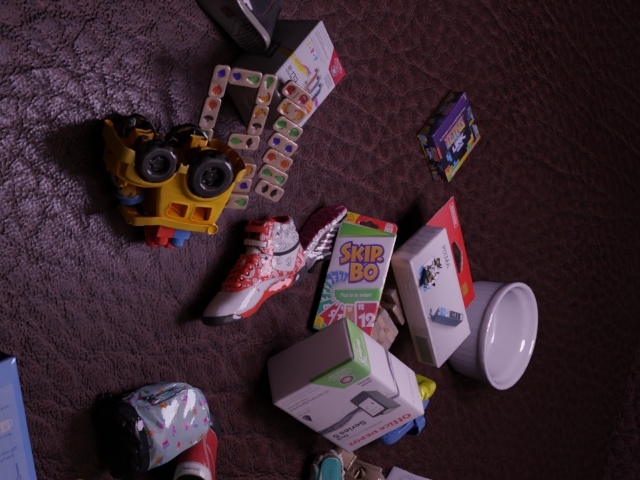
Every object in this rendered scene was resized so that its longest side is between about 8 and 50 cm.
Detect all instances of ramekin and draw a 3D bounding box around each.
[{"bbox_3d":[0.436,0.233,2.579,0.277,0.135,0.277,-16,111,-48],"label":"ramekin"}]

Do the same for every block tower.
[{"bbox_3d":[0.130,0.154,2.214,0.335,0.097,0.091,-56,136,-24],"label":"block tower"}]

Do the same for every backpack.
[{"bbox_3d":[-0.280,0.315,1.719,0.182,0.115,0.152,-24,113,-50],"label":"backpack"}]

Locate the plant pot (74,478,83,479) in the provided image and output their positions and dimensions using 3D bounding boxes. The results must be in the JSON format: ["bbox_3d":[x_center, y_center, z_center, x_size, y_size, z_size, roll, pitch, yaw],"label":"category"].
[{"bbox_3d":[-0.408,0.483,1.502,0.212,0.212,0.187,-2,55,-50],"label":"plant pot"}]

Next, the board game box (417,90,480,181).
[{"bbox_3d":[0.307,-0.247,2.379,0.170,0.048,0.141,-53,136,-30],"label":"board game box"}]

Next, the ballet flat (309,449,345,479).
[{"bbox_3d":[0.007,0.566,2.163,0.091,0.077,0.241,10,91,-16],"label":"ballet flat"}]

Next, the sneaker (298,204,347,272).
[{"bbox_3d":[0.000,0.000,2.041,0.170,0.063,0.075,-50,133,-25],"label":"sneaker"}]

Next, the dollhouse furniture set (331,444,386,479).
[{"bbox_3d":[0.072,0.570,2.225,0.161,0.101,0.182,-55,135,-28],"label":"dollhouse furniture set"}]

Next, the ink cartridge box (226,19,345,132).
[{"bbox_3d":[-0.067,-0.301,1.834,0.176,0.127,0.128,-53,135,-28],"label":"ink cartridge box"}]

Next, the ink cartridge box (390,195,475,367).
[{"bbox_3d":[0.282,0.091,2.259,0.261,0.066,0.296,-42,128,-35],"label":"ink cartridge box"}]

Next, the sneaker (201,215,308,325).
[{"bbox_3d":[-0.134,0.046,1.866,0.270,0.090,0.145,-30,115,-43],"label":"sneaker"}]

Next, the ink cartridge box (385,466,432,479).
[{"bbox_3d":[0.206,0.752,2.412,0.272,0.130,0.309,-52,134,-29],"label":"ink cartridge box"}]

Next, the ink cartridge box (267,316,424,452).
[{"bbox_3d":[0.054,0.298,2.032,0.273,0.198,0.115,41,26,-41],"label":"ink cartridge box"}]

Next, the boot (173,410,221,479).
[{"bbox_3d":[-0.221,0.432,1.849,0.176,0.088,0.244,-84,-179,-50],"label":"boot"}]

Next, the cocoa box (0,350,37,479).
[{"bbox_3d":[-0.569,0.281,1.256,0.347,0.228,0.231,-23,116,-47],"label":"cocoa box"}]

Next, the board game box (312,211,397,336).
[{"bbox_3d":[0.075,0.075,2.109,0.039,0.124,0.259,111,-6,-82],"label":"board game box"}]

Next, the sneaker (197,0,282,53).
[{"bbox_3d":[-0.150,-0.444,1.754,0.222,0.083,0.118,54,42,-39],"label":"sneaker"}]

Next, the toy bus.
[{"bbox_3d":[-0.262,-0.082,1.637,0.220,0.149,0.211,9,114,-33],"label":"toy bus"}]

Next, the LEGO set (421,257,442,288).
[{"bbox_3d":[0.233,0.072,2.135,0.083,0.023,0.054,-38,129,-52],"label":"LEGO set"}]

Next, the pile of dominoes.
[{"bbox_3d":[-0.121,-0.172,1.745,0.196,0.040,0.251,4,120,-27],"label":"pile of dominoes"}]

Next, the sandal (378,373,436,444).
[{"bbox_3d":[0.157,0.407,2.285,0.317,0.126,0.138,-10,110,-49],"label":"sandal"}]
